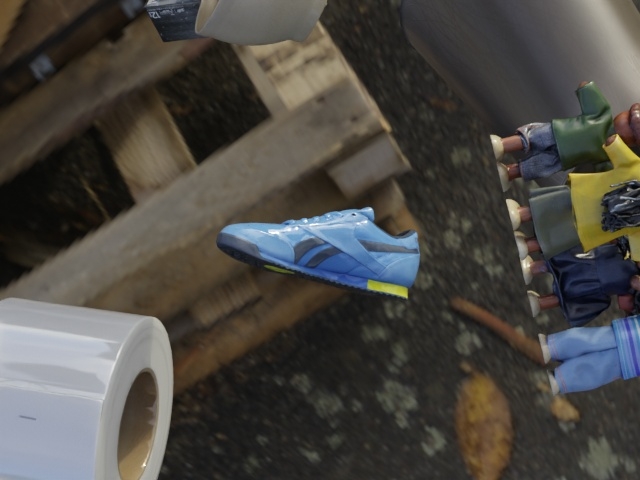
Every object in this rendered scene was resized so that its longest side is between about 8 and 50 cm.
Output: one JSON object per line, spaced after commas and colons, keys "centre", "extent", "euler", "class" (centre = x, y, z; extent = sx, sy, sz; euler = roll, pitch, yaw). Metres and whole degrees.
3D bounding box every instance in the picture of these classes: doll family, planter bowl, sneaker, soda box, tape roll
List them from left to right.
{"centre": [-0.277, 0.193, 1.724], "extent": [0.169, 0.246, 0.246], "euler": [8, 73, 12], "class": "tape roll"}
{"centre": [-0.115, -0.275, 1.836], "extent": [0.169, 0.060, 0.053], "euler": [-2, 48, 25], "class": "soda box"}
{"centre": [-0.049, -0.269, 1.635], "extent": [0.109, 0.162, 0.162], "euler": [22, 76, -13], "class": "planter bowl"}
{"centre": [0.000, 0.000, 1.519], "extent": [0.209, 0.069, 0.082], "euler": [13, 85, -23], "class": "sneaker"}
{"centre": [0.172, 0.007, 0.912], "extent": [0.111, 0.076, 0.193], "euler": [-13, 112, 6], "class": "doll family"}

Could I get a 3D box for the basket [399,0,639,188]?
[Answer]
{"centre": [0.185, -0.141, 1.248], "extent": [0.154, 0.204, 0.227], "euler": [-15, 58, -26], "class": "basket"}
